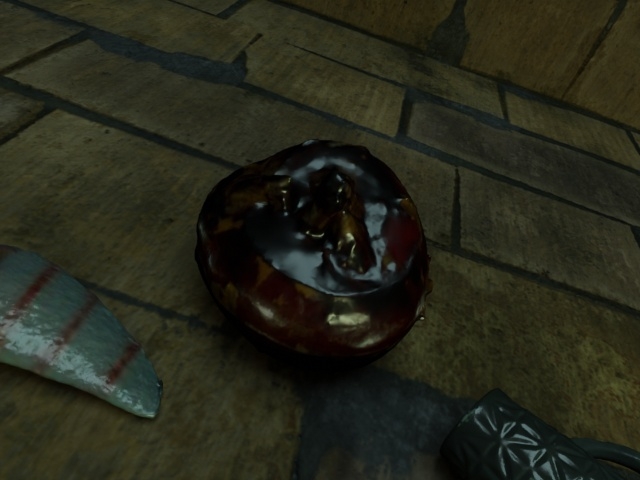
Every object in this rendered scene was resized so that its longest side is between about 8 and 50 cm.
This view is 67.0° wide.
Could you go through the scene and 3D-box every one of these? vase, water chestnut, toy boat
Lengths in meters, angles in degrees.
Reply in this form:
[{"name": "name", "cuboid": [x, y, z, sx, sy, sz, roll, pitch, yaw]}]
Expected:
[{"name": "vase", "cuboid": [0.272, 0.283, 0.478, 0.251, 0.156, 0.301, -23, 50, -36]}, {"name": "water chestnut", "cuboid": [0.000, 0.000, 0.577, 0.300, 0.300, 0.300, 12, 41, -10]}, {"name": "toy boat", "cuboid": [-0.289, 0.094, 0.509, 0.282, 0.096, 0.206, 25, 25, -9]}]
